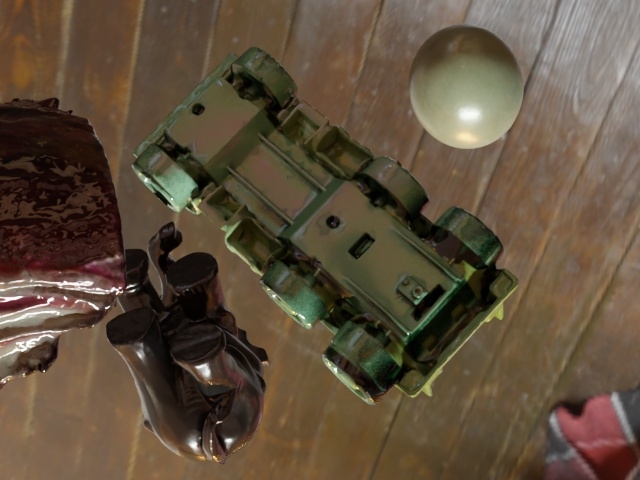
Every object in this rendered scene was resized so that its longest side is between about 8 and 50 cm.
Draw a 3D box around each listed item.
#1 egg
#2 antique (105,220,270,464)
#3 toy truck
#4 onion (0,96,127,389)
[{"bbox_3d":[0.237,-0.251,2.047,0.186,0.187,0.253,11,160,15],"label":"egg"},{"bbox_3d":[-0.176,0.154,1.681,0.185,0.322,0.255,-21,130,2],"label":"antique"},{"bbox_3d":[-0.003,-0.003,0.843,0.259,0.128,0.135,41,170,17],"label":"toy truck"},{"bbox_3d":[-0.291,0.015,0.854,0.314,0.280,0.146,-47,134,15],"label":"onion"}]
